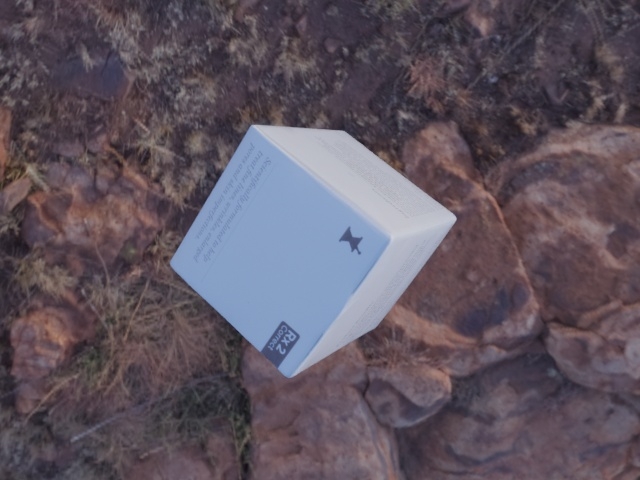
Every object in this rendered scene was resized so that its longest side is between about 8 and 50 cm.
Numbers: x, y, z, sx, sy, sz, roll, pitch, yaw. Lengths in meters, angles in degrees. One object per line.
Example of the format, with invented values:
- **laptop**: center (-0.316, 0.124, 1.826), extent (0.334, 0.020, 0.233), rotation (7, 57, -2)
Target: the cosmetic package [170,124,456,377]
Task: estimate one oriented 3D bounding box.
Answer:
- **cosmetic package**: center (0.000, 0.000, 0.619), extent (0.151, 0.151, 0.184), rotation (-56, 162, 20)
